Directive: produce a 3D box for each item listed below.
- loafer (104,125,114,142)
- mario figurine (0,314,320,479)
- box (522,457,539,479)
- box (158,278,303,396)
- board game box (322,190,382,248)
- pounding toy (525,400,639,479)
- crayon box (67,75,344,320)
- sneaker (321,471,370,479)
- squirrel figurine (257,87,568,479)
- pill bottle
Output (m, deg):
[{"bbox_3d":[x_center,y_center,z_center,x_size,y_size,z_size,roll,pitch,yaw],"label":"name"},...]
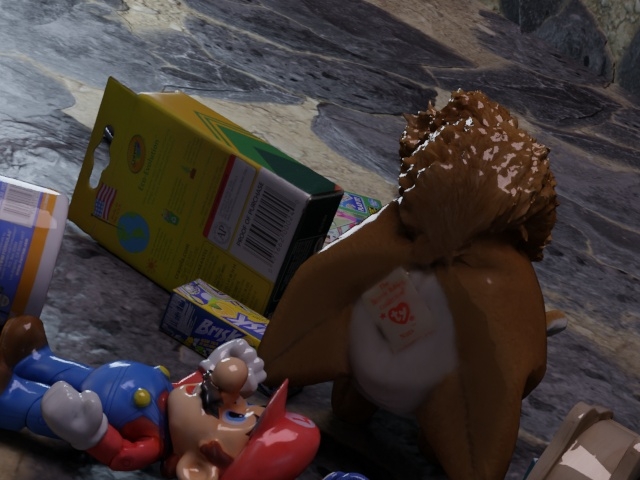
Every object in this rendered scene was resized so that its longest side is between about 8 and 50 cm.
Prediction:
[{"bbox_3d":[-0.199,-0.136,2.046,0.109,0.095,0.302,0,30,-43],"label":"loafer"},{"bbox_3d":[-0.152,0.133,1.346,0.320,0.170,0.198,15,56,6],"label":"mario figurine"},{"bbox_3d":[0.290,0.318,1.474,0.100,0.060,0.244,12,24,-23],"label":"box"},{"bbox_3d":[-0.091,0.109,1.626,0.169,0.054,0.059,30,23,19],"label":"box"},{"bbox_3d":[0.000,0.000,1.978,0.213,0.046,0.317,16,22,-15],"label":"board game box"},{"bbox_3d":[0.247,0.291,1.338,0.155,0.269,0.154,29,-15,27],"label":"pounding toy"},{"bbox_3d":[-0.144,-0.042,1.733,0.318,0.202,0.081,33,24,25],"label":"crayon box"},{"bbox_3d":[0.039,0.259,1.290,0.112,0.131,0.296,27,21,20],"label":"sneaker"},{"bbox_3d":[0.162,0.044,1.580,0.281,0.397,0.370,20,7,23],"label":"squirrel figurine"},{"bbox_3d":[-0.405,-0.012,1.492,0.272,0.152,0.152,15,22,-13],"label":"pill bottle"}]
